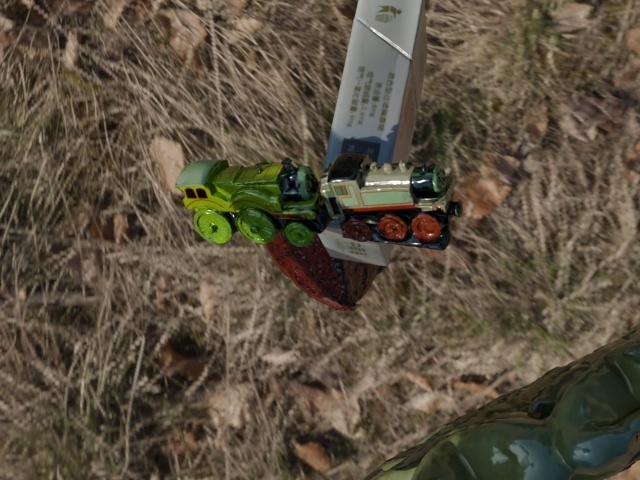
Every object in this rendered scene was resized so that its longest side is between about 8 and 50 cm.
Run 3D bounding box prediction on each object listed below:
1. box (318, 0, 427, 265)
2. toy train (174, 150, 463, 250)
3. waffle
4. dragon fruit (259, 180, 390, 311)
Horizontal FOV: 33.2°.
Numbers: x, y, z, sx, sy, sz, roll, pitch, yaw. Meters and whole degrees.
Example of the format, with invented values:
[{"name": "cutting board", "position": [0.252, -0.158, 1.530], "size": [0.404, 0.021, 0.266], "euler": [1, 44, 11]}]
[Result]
[{"name": "box", "position": [0.054, -0.109, 1.063], "size": [0.067, 0.155, 0.242], "euler": [10, 80, 8]}, {"name": "toy train", "position": [-0.002, -0.034, 0.915], "size": [0.250, 0.053, 0.085], "euler": [1, 130, 26]}, {"name": "waffle", "position": [0.105, 0.093, 0.511], "size": [0.292, 0.309, 0.056], "euler": [-31, 79, 4]}, {"name": "dragon fruit", "position": [0.001, -0.001, 1.388], "size": [0.120, 0.161, 0.127], "euler": [-43, 141, -44]}]
